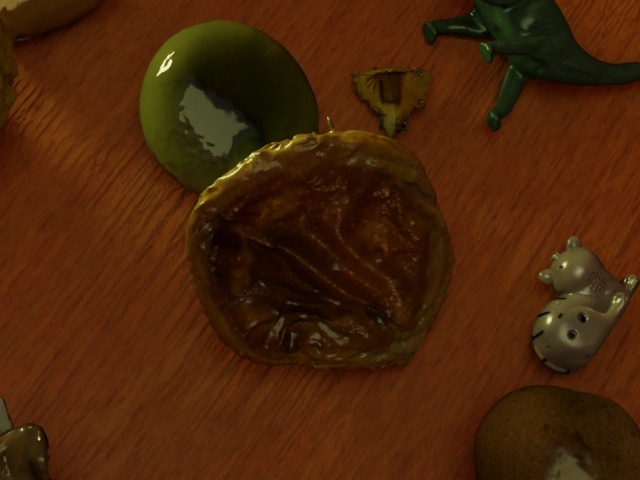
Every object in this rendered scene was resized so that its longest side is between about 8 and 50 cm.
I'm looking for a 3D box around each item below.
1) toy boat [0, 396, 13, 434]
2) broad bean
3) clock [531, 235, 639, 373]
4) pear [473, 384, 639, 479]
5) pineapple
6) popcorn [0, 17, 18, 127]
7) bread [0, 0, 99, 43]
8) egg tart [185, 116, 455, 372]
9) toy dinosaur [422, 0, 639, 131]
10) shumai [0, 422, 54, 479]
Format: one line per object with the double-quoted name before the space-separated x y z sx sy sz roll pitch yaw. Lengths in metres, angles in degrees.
"toy boat" -0.561 0.225 1.555 0.318 0.072 0.219 -26 81 -16
"broad bean" -0.118 -0.164 1.691 0.238 0.119 0.291 -24 77 -12
"clock" 0.334 0.088 1.683 0.117 0.080 0.176 36 72 5
"pear" 0.300 0.297 1.557 0.228 0.188 0.211 9 60 -3
"pineapple" 0.104 -0.194 1.752 0.114 0.077 0.114 -5 87 -3
"popcorn" -0.518 -0.201 1.582 0.293 0.237 0.293 19 59 -35
"bread" -0.400 -0.352 1.735 0.173 0.085 0.134 -31 79 -14
"egg tart" 0.000 0.000 1.584 0.351 0.153 0.340 -6 117 -15
"toy dinosaur" 0.327 -0.330 1.815 0.330 0.129 0.383 -21 75 -23
"shumai" -0.428 0.317 1.438 0.314 0.267 0.262 20 66 5
